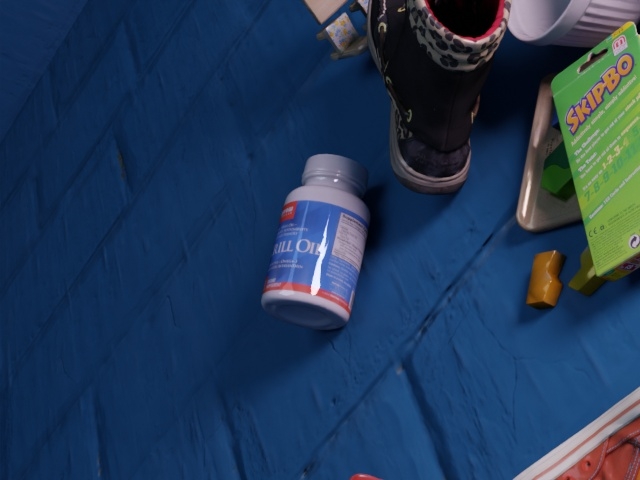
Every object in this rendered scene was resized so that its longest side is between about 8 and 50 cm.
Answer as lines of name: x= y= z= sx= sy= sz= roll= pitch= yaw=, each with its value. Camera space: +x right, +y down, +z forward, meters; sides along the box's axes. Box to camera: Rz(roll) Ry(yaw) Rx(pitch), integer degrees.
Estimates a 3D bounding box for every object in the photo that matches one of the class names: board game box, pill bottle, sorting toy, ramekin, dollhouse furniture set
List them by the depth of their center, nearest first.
board game box: x=0.315 y=-0.097 z=1.338 sx=0.124 sy=0.039 sz=0.260 roll=-37 pitch=49 yaw=39
sorting toy: x=0.301 y=-0.083 z=1.411 sx=0.229 sy=0.041 sz=0.307 roll=-16 pitch=55 yaw=54
ramekin: x=0.303 y=-0.320 z=1.476 sx=0.207 sy=0.109 sz=0.207 roll=-172 pitch=90 yaw=-69
pill bottle: x=0.000 y=0.000 z=1.759 sx=0.124 sy=0.124 sz=0.222 roll=-19 pitch=53 yaw=53
dollhouse furniture set: x=0.069 y=-0.421 z=1.886 sx=0.242 sy=0.212 sz=0.161 roll=-45 pitch=21 yaw=-21

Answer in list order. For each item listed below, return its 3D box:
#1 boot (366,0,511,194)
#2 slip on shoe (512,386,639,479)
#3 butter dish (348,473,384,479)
boot: x=0.143 y=-0.282 z=1.601 sx=0.284 sy=0.138 sz=0.378 roll=99 pitch=172 yaw=-58
slip on shoe: x=0.300 y=0.190 z=1.159 sx=0.331 sy=0.123 sz=0.101 roll=-44 pitch=67 yaw=25
butter dish: x=0.085 y=0.348 z=1.376 sx=0.159 sy=0.118 sz=0.160 roll=19 pitch=84 yaw=17
